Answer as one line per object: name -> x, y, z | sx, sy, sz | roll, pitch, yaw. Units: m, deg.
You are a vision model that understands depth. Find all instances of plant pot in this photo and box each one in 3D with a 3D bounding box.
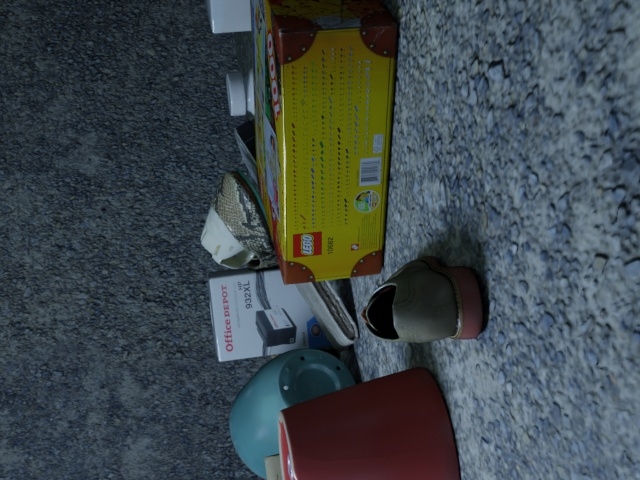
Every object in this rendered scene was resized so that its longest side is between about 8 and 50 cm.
plant pot -> 0.065, 0.350, 1.361 | 0.275, 0.243, 0.275 | 174, 90, -81
plant pot -> -0.040, 0.384, 1.959 | 0.235, 0.293, 0.293 | 119, 146, -51

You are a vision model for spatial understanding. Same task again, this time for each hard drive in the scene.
hard drive -> -0.088, -0.111, 2.048 | 0.339, 0.064, 0.237 | 57, 173, 10

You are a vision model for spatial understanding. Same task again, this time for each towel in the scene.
towel -> -0.003, 0.125, 1.985 | 0.282, 0.049, 0.187 | 59, 167, 9

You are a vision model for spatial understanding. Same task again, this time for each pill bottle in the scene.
pill bottle -> -0.104, -0.349, 1.994 | 0.121, 0.221, 0.121 | 174, 90, -81

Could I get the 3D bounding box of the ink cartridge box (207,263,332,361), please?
ink cartridge box -> -0.132, 0.181, 2.241 | 0.129, 0.307, 0.223 | -154, 58, -79

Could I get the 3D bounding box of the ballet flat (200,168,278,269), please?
ballet flat -> -0.182, -0.012, 2.005 | 0.164, 0.182, 0.483 | 54, 179, 17

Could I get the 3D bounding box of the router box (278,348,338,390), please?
router box -> -0.027, 0.351, 2.234 | 0.179, 0.046, 0.133 | -5, 92, 42

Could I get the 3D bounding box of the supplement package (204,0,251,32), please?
supplement package -> -0.101, -0.549, 1.715 | 0.198, 0.263, 0.199 | -110, 17, -56

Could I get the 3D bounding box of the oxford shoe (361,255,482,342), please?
oxford shoe -> 0.116, 0.086, 1.219 | 0.348, 0.130, 0.123 | 144, 119, -79

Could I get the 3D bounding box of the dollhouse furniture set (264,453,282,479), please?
dollhouse furniture set -> 0.030, 0.466, 1.733 | 0.161, 0.242, 0.212 | 35, -134, -73

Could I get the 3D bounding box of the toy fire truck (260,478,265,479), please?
toy fire truck -> -0.018, 0.694, 2.058 | 0.169, 0.254, 0.302 | -126, 32, -69

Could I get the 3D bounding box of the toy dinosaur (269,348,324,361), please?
toy dinosaur -> -0.042, 0.348, 2.425 | 0.296, 0.127, 0.200 | 41, 149, 53

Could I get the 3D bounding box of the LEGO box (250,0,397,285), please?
LEGO box -> -0.009, -0.230, 1.580 | 0.372, 0.193, 0.500 | -109, 16, -53
